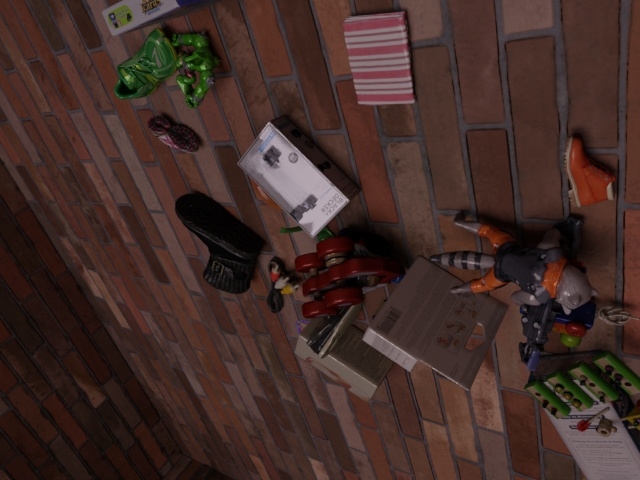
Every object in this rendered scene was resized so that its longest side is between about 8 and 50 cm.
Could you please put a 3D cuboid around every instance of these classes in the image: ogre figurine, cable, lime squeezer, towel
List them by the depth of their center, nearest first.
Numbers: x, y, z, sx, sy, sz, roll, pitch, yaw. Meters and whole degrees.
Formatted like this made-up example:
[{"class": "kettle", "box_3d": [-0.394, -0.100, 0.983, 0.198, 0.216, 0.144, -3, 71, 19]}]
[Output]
[{"class": "towel", "box_3d": [0.131, -0.386, 1.115, 0.144, 0.029, 0.196, 10, 132, 33]}, {"class": "ogre figurine", "box_3d": [-0.330, -0.461, 1.366, 0.118, 0.097, 0.196, -10, 73, 38]}, {"class": "lime squeezer", "box_3d": [0.000, 0.000, 1.495, 0.059, 0.109, 0.310, -16, 144, 28]}, {"class": "cable", "box_3d": [-0.159, 0.163, 1.775, 0.139, 0.072, 0.287, 45, 140, 7]}]

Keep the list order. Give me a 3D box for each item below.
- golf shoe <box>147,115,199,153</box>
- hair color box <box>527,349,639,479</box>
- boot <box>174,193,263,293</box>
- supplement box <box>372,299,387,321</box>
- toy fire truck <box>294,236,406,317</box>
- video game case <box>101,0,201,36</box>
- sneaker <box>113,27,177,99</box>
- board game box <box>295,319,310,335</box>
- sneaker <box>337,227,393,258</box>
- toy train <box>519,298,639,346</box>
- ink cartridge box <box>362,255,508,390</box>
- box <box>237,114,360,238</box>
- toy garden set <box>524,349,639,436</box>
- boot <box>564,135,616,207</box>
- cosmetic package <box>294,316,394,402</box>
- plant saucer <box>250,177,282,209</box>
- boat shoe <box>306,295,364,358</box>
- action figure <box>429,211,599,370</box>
[{"class": "golf shoe", "box_3d": [-0.450, -0.323, 1.622, 0.186, 0.067, 0.086, 32, 165, 13]}, {"class": "hair color box", "box_3d": [0.686, 0.444, 1.294, 0.174, 0.105, 0.347, -21, 109, 44]}, {"class": "boot", "box_3d": [-0.369, 0.022, 1.782, 0.348, 0.131, 0.260, 37, 139, 7]}, {"class": "supplement box", "box_3d": [0.208, 0.229, 1.521, 0.083, 0.083, 0.056, 13, 131, 32]}, {"class": "toy fire truck", "box_3d": [0.087, 0.101, 1.399, 0.302, 0.254, 0.169, -33, 62, 54]}, {"class": "video game case", "box_3d": [-0.303, -0.542, 1.148, 0.245, 0.269, 0.061, 1, 121, 38]}, {"class": "sneaker", "box_3d": [-0.501, -0.482, 1.472, 0.109, 0.123, 0.296, 51, 138, -8]}, {"class": "board game box", "box_3d": [-0.033, 0.364, 1.870, 0.133, 0.033, 0.168, 10, 129, 34]}, {"class": "sneaker", "box_3d": [0.126, 0.016, 1.444, 0.162, 0.057, 0.075, 19, 160, 15]}, {"class": "toy train", "box_3d": [0.589, 0.196, 1.184, 0.248, 0.105, 0.143, 12, 144, 26]}, {"class": "ink cartridge box", "box_3d": [0.287, 0.203, 1.271, 0.261, 0.296, 0.066, 32, 139, 14]}, {"class": "box", "box_3d": [-0.057, -0.168, 1.370, 0.290, 0.087, 0.169, 45, 122, -2]}, {"class": "toy garden set", "box_3d": [0.623, 0.375, 1.173, 0.204, 0.049, 0.244, 43, 138, 2]}, {"class": "boot", "box_3d": [0.515, -0.136, 0.990, 0.085, 0.059, 0.157, -4, 129, 38]}, {"class": "cosmetic package", "box_3d": [0.080, 0.373, 1.696, 0.296, 0.153, 0.129, 33, 140, 15]}, {"class": "plant saucer", "box_3d": [-0.130, -0.166, 1.502, 0.200, 0.037, 0.199, 22, 135, 24]}, {"class": "boat shoe", "box_3d": [0.047, 0.250, 1.592, 0.079, 0.233, 0.084, 39, -177, 27]}, {"class": "action figure", "box_3d": [0.408, 0.100, 1.103, 0.330, 0.179, 0.340, 11, 92, 52]}]
